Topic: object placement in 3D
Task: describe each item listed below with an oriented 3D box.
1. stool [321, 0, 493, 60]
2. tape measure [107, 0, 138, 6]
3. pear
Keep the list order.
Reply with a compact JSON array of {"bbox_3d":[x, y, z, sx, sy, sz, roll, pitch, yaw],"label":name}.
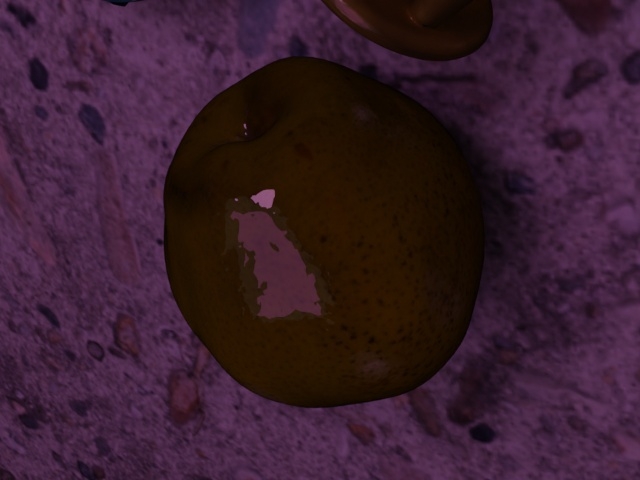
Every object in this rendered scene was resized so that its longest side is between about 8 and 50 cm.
[{"bbox_3d":[0.058,-0.158,0.515,0.110,0.134,0.135,-55,39,43],"label":"stool"},{"bbox_3d":[-0.121,-0.201,0.631,0.146,0.081,0.125,-15,129,45],"label":"tape measure"},{"bbox_3d":[-0.001,0.001,0.623,0.198,0.198,0.198,19,131,24],"label":"pear"}]
